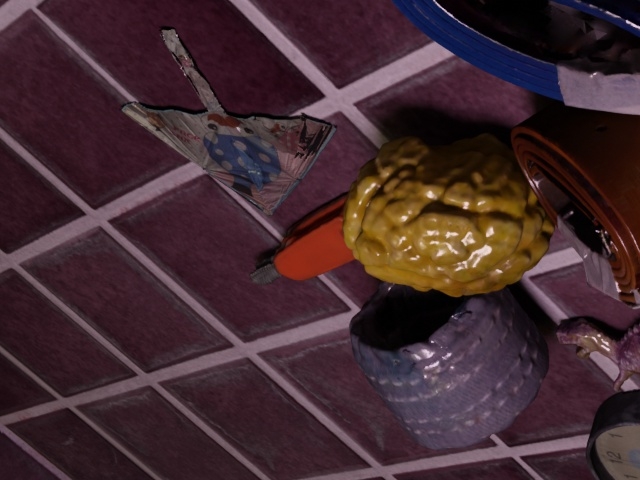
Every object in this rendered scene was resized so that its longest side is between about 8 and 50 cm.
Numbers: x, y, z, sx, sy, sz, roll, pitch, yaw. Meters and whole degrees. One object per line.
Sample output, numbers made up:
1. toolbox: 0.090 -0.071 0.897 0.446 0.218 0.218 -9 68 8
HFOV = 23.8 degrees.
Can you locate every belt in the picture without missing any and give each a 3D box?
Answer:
1. belt: 0.279 -0.046 1.467 0.261 0.105 0.184 50 168 55
2. belt: 0.221 -0.233 1.359 0.346 0.117 0.212 21 146 17

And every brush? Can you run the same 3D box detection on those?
1. brush: 0.000 -0.001 1.946 0.070 0.051 0.323 36 146 -21

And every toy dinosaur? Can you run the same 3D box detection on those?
1. toy dinosaur: 0.379 0.110 1.758 0.200 0.072 0.251 40 159 5

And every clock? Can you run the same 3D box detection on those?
1. clock: 0.473 0.296 1.949 0.280 0.055 0.281 21 147 15

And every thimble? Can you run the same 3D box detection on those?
1. thimble: 0.152 0.129 1.861 0.172 0.205 0.236 53 172 -23

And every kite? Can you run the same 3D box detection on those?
1. kite: -0.115 -0.141 1.879 0.335 0.011 0.314 6 140 34

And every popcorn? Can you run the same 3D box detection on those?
1. popcorn: 0.144 -0.012 1.660 0.203 0.226 0.200 66 178 -49
